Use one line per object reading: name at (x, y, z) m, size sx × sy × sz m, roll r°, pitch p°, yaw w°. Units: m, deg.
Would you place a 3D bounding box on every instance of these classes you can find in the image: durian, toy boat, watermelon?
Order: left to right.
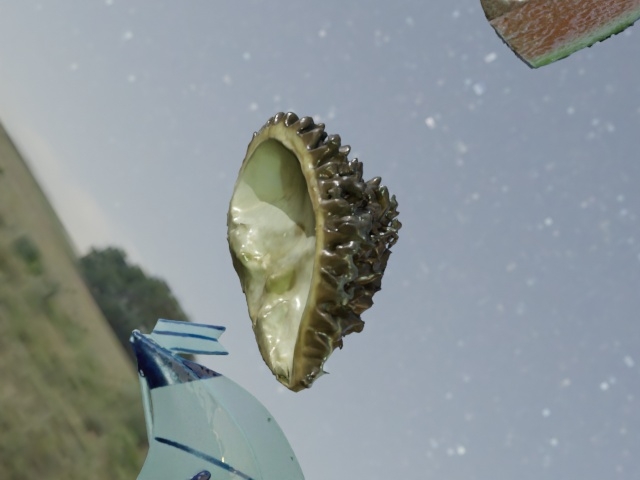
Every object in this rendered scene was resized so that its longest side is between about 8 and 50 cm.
toy boat at (-0.098, 0.209, 1.105) m, size 0.292 × 0.210 × 0.070 m, roll 56°, pitch -6°, yaw 15°
durian at (-0.007, -0.005, 0.545) m, size 0.052 × 0.066 × 0.130 m, roll 57°, pitch 11°, yaw -41°
watermelon at (0.276, -0.282, 1.628) m, size 0.318 × 0.226 × 0.148 m, roll -19°, pitch -90°, yaw 58°
